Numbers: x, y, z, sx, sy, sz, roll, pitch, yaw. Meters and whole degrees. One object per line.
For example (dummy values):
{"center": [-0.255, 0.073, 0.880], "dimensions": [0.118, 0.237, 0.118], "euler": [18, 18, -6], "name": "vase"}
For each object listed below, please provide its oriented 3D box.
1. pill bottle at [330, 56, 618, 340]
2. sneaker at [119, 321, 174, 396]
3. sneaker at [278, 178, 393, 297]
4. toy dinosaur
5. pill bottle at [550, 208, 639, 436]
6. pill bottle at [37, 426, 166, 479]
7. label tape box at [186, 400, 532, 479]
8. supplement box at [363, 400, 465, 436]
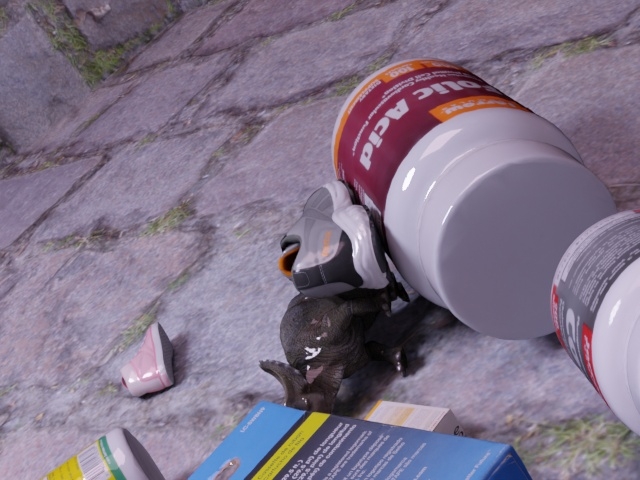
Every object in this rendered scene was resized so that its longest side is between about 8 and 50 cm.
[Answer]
{"center": [0.156, -0.055, 1.287], "dimensions": [0.224, 0.224, 0.392], "euler": [-32, 23, 0], "name": "pill bottle"}
{"center": [-0.233, 0.159, 1.565], "dimensions": [0.070, 0.051, 0.134], "euler": [-25, 28, 4], "name": "sneaker"}
{"center": [0.000, 0.000, 1.299], "dimensions": [0.108, 0.100, 0.271], "euler": [-18, 11, -3], "name": "sneaker"}
{"center": [0.013, 0.091, 1.313], "dimensions": [0.160, 0.121, 0.313], "euler": [-12, 32, 12], "name": "toy dinosaur"}
{"center": [0.273, 0.068, 0.888], "dimensions": [0.161, 0.161, 0.283], "euler": [-30, 5, 5], "name": "pill bottle"}
{"center": [-0.265, 0.300, 1.246], "dimensions": [0.208, 0.117, 0.117], "euler": [-34, 23, -5], "name": "pill bottle"}
{"center": [-0.002, 0.268, 0.996], "dimensions": [0.240, 0.106, 0.334], "euler": [-45, 25, -28], "name": "label tape box"}
{"center": [0.081, 0.190, 1.133], "dimensions": [0.098, 0.036, 0.062], "euler": [-1, 38, 50], "name": "supplement box"}
